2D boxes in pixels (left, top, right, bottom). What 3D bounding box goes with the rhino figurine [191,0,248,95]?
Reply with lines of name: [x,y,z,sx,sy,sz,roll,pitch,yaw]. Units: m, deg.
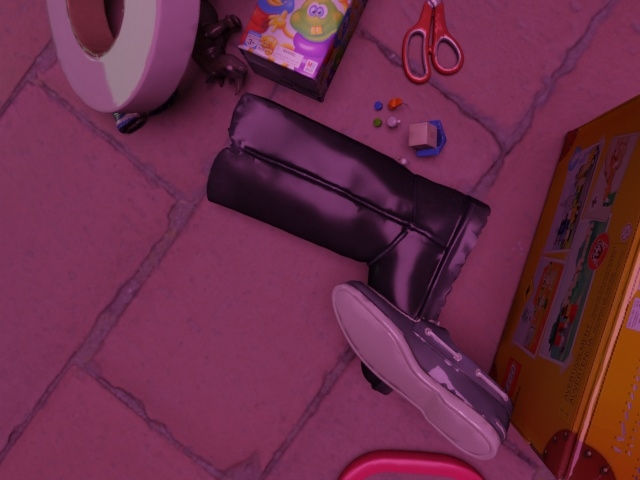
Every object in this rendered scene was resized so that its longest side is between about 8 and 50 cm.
rhino figurine: [-0.197,-0.372,0.966,0.106,0.073,0.243,-24,89,18]

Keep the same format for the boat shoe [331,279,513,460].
boat shoe: [0.149,0.170,0.792,0.319,0.116,0.099,45,55,12]

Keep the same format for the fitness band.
fitness band: [0.164,0.480,0.945,0.291,0.054,0.208,2,87,4]

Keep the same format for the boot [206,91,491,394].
boot: [0.001,-0.002,0.911,0.446,0.146,0.366,27,88,3]

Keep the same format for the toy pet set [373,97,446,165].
toy pet set: [0.158,-0.187,0.956,0.114,0.065,0.122,0,86,39]

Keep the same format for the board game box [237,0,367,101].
board game box: [-0.009,-0.405,0.917,0.145,0.142,0.275,24,92,4]

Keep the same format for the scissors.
scissors: [0.195,-0.431,0.961,0.109,0.021,0.296,-4,91,6]

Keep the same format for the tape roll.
tape roll: [-0.334,-0.402,0.865,0.392,0.072,0.391,13,109,41]

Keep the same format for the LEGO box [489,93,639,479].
LEGO box: [0.436,0.067,0.764,0.193,0.372,0.499,17,91,4]

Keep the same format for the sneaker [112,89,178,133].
sneaker: [-0.328,-0.257,0.988,0.135,0.052,0.058,-32,82,3]
